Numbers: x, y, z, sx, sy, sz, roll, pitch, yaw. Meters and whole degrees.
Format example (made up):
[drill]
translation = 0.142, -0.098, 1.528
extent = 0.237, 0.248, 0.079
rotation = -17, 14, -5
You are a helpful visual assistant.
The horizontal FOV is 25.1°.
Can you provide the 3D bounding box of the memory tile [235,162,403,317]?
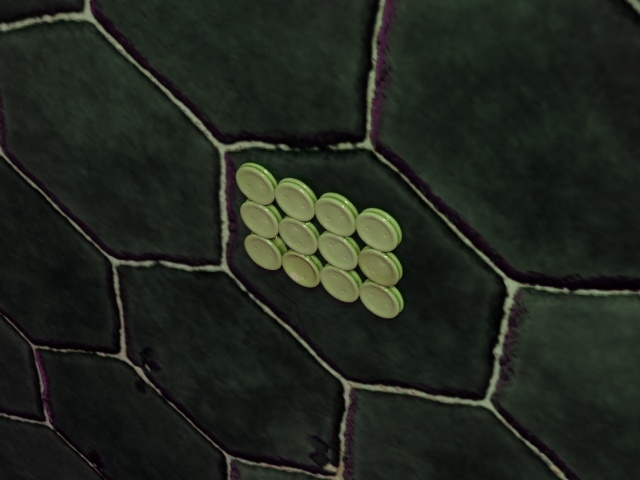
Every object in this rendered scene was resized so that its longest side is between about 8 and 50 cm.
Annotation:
[memory tile]
translation = 0.000, 0.000, 1.112
extent = 0.148, 0.012, 0.113
rotation = 22, 140, 25
